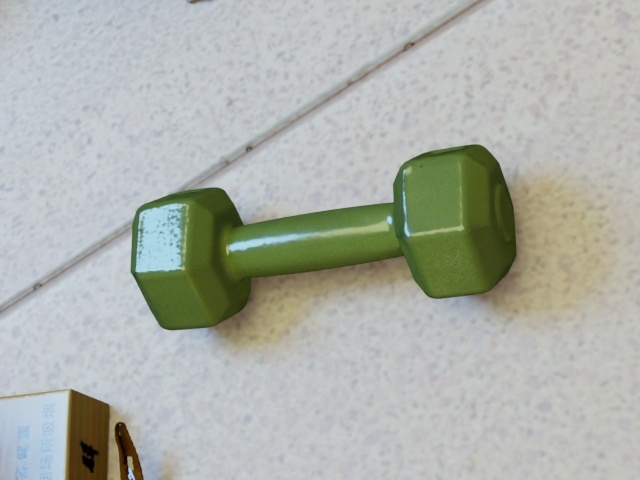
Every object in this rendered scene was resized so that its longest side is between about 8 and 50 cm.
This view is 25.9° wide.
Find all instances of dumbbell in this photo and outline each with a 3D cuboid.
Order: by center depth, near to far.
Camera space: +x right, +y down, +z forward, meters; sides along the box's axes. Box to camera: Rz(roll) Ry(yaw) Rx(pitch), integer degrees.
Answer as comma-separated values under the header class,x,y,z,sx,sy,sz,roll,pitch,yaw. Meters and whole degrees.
class,x,y,z,sx,sy,sz,roll,pitch,yaw
dumbbell,0.000,0.000,1.089,0.301,0.121,0.108,-9,98,21

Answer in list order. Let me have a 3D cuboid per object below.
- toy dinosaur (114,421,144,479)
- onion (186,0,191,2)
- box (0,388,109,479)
class,x,y,z,sx,sy,sz,roll,pitch,yaw
toy dinosaur,-0.085,0.349,1.018,0.208,0.097,0.432,-7,66,32
onion,-0.229,-0.421,1.249,0.358,0.345,0.358,-11,51,15
box,-0.297,0.215,1.171,0.237,0.070,0.152,-8,70,19
